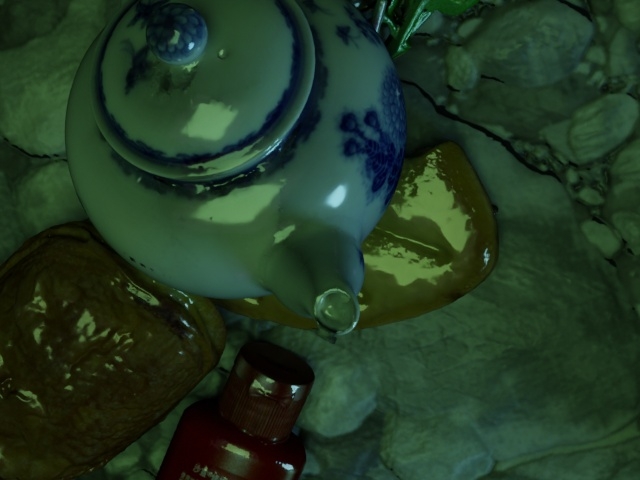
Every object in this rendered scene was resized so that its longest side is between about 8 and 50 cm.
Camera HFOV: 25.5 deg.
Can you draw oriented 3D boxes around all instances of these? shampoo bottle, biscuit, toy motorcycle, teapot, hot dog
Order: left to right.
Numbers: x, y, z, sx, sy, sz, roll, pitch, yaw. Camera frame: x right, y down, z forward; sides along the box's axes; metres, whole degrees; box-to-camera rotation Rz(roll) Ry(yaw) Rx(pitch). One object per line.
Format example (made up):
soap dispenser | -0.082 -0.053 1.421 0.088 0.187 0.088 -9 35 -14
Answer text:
hot dog | -0.199 0.089 1.195 0.196 0.122 0.272 41 116 -9
shampoo bottle | -0.095 0.238 1.250 0.118 0.076 0.314 24 109 3
teapot | -0.070 -0.094 1.020 0.252 0.280 0.424 -30 67 1
biscuit | -0.001 0.004 1.179 0.299 0.045 0.154 -6 107 11
toy motorcycle | 0.095 -0.215 1.086 0.190 0.074 0.106 -31 109 16
